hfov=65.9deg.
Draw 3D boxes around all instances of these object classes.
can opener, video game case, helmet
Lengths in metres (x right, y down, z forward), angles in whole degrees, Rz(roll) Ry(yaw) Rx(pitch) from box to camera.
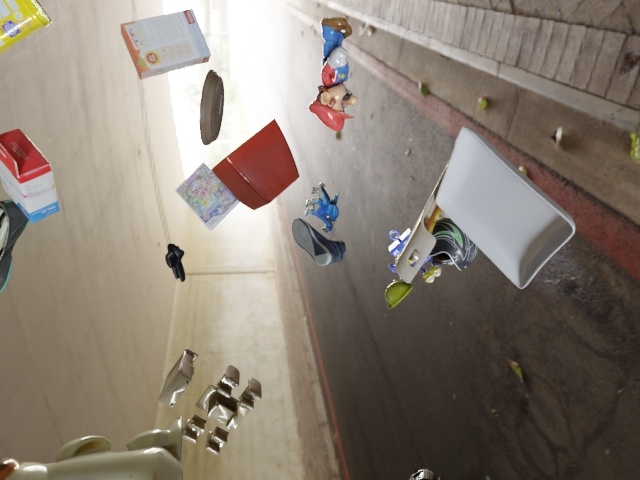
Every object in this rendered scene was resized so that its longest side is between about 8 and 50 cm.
[{"bbox_3d":[-0.497,0.078,1.691,0.059,0.073,0.186,38,149,21],"label":"can opener"},{"bbox_3d":[-0.238,-0.093,1.037,0.122,0.087,0.011,47,-178,13],"label":"video game case"},{"bbox_3d":[0.403,0.007,1.525,0.169,0.162,0.169,-4,-85,-59],"label":"helmet"}]

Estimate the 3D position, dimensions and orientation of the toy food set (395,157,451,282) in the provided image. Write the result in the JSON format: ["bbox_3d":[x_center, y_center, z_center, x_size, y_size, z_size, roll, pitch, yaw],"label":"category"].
[{"bbox_3d":[0.303,-0.058,1.257,0.306,0.092,0.219,-58,-9,-30],"label":"toy food set"}]

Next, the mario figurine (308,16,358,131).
[{"bbox_3d":[0.070,-0.495,1.501,0.170,0.198,0.320,16,108,47],"label":"mario figurine"}]

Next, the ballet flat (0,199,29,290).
[{"bbox_3d":[-0.882,0.011,1.341,0.096,0.095,0.280,13,-78,-61],"label":"ballet flat"}]

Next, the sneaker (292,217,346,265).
[{"bbox_3d":[-0.001,0.002,1.900,0.226,0.163,0.086,52,121,21],"label":"sneaker"}]

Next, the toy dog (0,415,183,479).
[{"bbox_3d":[-0.476,0.541,0.965,0.395,0.408,0.284,154,113,-74],"label":"toy dog"}]

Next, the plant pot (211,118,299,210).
[{"bbox_3d":[-0.242,-0.272,1.926,0.235,0.267,0.267,51,154,-13],"label":"plant pot"}]

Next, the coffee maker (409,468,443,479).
[{"bbox_3d":[0.306,0.749,1.363,0.178,0.120,0.171,5,-110,-75],"label":"coffee maker"}]

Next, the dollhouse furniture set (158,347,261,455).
[{"bbox_3d":[-0.322,0.443,1.423,0.212,0.242,0.161,-54,13,4],"label":"dollhouse furniture set"}]

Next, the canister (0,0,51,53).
[{"bbox_3d":[-0.824,-0.587,1.298,0.126,0.170,0.073,57,180,-12],"label":"canister"}]

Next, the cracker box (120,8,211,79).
[{"bbox_3d":[-0.481,-0.614,1.543,0.155,0.232,0.067,69,160,-4],"label":"cracker box"}]

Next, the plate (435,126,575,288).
[{"bbox_3d":[0.359,-0.063,0.986,0.277,0.045,0.278,52,165,23],"label":"plate"}]

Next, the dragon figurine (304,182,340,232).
[{"bbox_3d":[0.027,-0.133,1.824,0.289,0.144,0.085,117,162,-55],"label":"dragon figurine"}]

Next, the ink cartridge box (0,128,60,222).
[{"bbox_3d":[-0.708,-0.166,1.180,0.134,0.078,0.231,45,144,12],"label":"ink cartridge box"}]

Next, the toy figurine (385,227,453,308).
[{"bbox_3d":[0.307,0.048,1.794,0.362,0.217,0.191,-44,18,16],"label":"toy figurine"}]

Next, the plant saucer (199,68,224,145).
[{"bbox_3d":[-0.397,-0.487,1.824,0.278,0.041,0.277,-173,90,-88],"label":"plant saucer"}]
